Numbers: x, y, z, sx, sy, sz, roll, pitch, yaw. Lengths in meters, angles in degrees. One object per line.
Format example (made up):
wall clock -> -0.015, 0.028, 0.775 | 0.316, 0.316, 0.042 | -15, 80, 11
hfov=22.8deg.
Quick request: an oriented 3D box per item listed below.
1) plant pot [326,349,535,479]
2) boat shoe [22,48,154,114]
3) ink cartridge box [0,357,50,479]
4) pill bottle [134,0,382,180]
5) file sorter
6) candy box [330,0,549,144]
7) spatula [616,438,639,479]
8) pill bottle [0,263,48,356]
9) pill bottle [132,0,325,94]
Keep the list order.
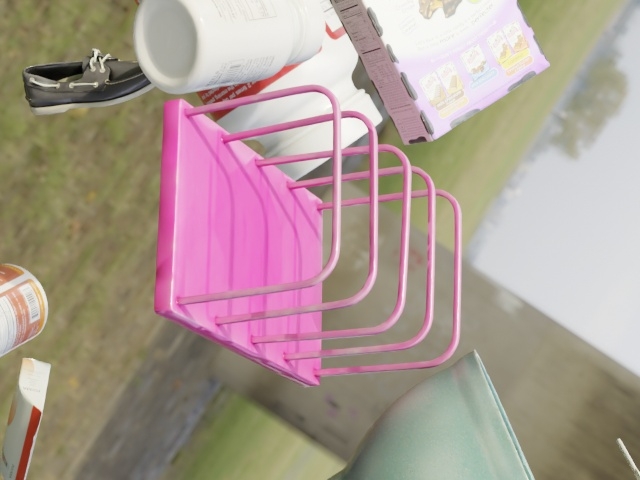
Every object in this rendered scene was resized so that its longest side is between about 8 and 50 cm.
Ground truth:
plant pot -> 0.124, 0.281, 1.572 | 0.196, 0.293, 0.293 | -24, 178, 4
boat shoe -> -0.301, -0.217, 2.098 | 0.075, 0.206, 0.065 | -68, 144, -57
ink cartridge box -> -0.400, 0.264, 2.105 | 0.179, 0.045, 0.145 | -91, -163, -63
pill bottle -> -0.095, -0.291, 2.215 | 0.229, 0.408, 0.229 | -33, -175, 3
file sorter -> 0.000, 0.000, 1.492 | 0.290, 0.182, 0.202 | 34, 52, -57
candy box -> 0.120, -0.225, 1.649 | 0.165, 0.196, 0.070 | -32, -169, -21
spatula -> 0.499, 0.401, 2.398 | 0.019, 0.168, 0.242 | -29, -168, 5
pill bottle -> -0.487, 0.117, 2.213 | 0.121, 0.121, 0.216 | -59, 167, 28
pill bottle -> -0.107, -0.257, 1.955 | 0.229, 0.131, 0.131 | -16, 146, -46
